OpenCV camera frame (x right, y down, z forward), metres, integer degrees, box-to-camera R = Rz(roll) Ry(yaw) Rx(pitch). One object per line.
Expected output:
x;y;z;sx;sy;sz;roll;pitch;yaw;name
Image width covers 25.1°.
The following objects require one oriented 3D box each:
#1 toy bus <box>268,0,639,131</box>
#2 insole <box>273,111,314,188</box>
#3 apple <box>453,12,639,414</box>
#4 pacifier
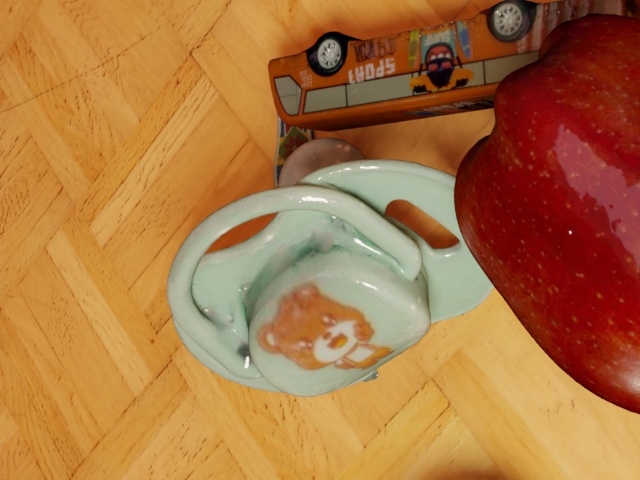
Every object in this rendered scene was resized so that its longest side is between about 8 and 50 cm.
0.127;-0.171;1.390;0.409;0.093;0.092;-5;85;38;toy bus
-0.026;-0.101;1.553;0.065;0.006;0.193;-9;80;36;insole
0.271;-0.020;1.139;0.317;0.288;0.288;40;110;14;apple
0.000;0.000;1.398;0.343;0.288;0.269;-36;38;25;pacifier
